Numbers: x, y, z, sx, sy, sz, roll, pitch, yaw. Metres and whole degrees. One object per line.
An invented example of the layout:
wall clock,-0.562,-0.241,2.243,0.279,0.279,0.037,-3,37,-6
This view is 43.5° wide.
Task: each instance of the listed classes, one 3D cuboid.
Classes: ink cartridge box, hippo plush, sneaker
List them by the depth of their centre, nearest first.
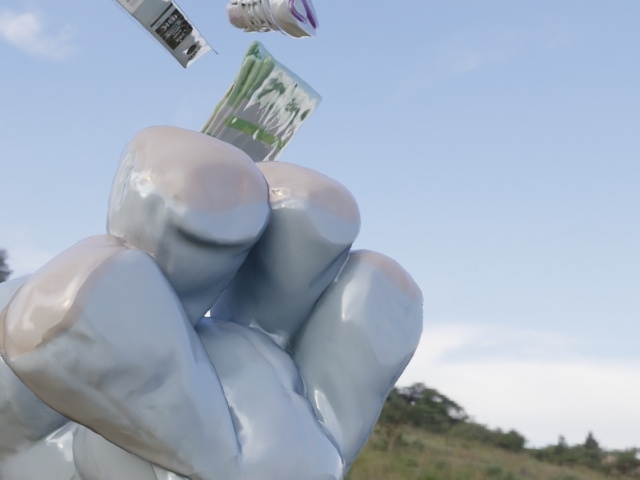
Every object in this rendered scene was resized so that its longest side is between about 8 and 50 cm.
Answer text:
hippo plush,-0.083,0.092,0.483,0.237,0.294,0.234,-16,16,44
ink cartridge box,-0.263,-0.353,1.192,0.165,0.065,0.333,43,3,7
sneaker,-0.088,-0.394,1.397,0.152,0.114,0.305,-21,21,3

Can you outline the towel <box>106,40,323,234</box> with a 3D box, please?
towel,-0.130,-0.063,0.916,0.038,0.324,0.248,39,7,11
